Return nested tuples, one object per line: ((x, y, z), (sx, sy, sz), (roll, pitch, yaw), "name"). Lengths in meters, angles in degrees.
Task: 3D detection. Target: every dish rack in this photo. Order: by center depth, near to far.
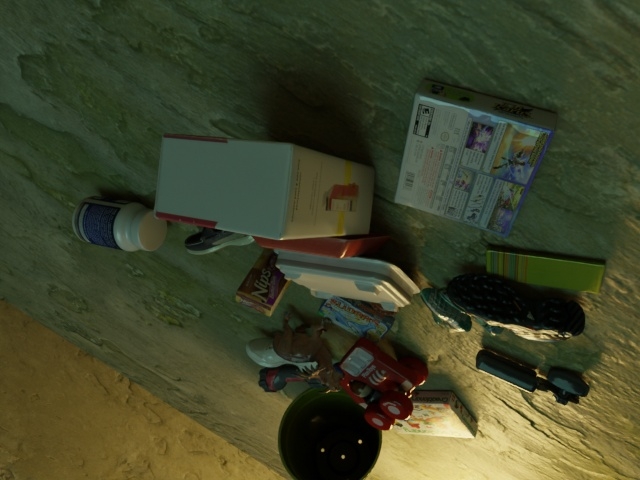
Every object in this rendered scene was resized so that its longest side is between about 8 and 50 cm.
((0.062, 0.105, 1.329), (0.332, 0.073, 0.285), (7, 164, 28), "dish rack")

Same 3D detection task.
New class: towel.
((0.484, 0.063, 1.151), (0.237, 0.021, 0.102), (8, 142, 24), "towel")

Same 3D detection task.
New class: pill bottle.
((-0.614, -0.049, 1.620), (0.264, 0.153, 0.153), (10, 137, 25), "pill bottle")

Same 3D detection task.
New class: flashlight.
((-0.095, 0.506, 1.934), (0.303, 0.103, 0.103), (-12, 153, 39), "flashlight")

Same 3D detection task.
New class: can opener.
((0.553, 0.353, 1.392), (0.280, 0.074, 0.093), (18, 105, 12), "can opener")

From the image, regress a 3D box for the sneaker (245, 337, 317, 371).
((-0.112, 0.362, 1.796), (0.304, 0.114, 0.152), (6, 129, 15), "sneaker")

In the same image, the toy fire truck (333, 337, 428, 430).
((0.167, 0.433, 1.636), (0.253, 0.169, 0.302), (35, 141, 3), "toy fire truck")

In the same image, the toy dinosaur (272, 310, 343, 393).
((-0.064, 0.341, 1.627), (0.295, 0.201, 0.127), (9, 153, 30), "toy dinosaur")

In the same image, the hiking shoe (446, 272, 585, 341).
((0.434, 0.172, 1.214), (0.303, 0.113, 0.132), (19, 152, 13), "hiking shoe")

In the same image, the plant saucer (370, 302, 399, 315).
((0.180, 0.178, 1.470), (0.083, 0.013, 0.084), (17, 139, 16), "plant saucer")

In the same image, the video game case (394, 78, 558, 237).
((0.283, -0.150, 1.013), (0.244, 0.061, 0.270), (20, 141, 14), "video game case")

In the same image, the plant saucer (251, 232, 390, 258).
((0.000, 0.000, 1.222), (0.258, 0.259, 0.048), (8, 97, 26), "plant saucer")

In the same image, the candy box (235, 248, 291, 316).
((-0.144, 0.108, 1.462), (0.109, 0.187, 0.053), (24, 140, 9), "candy box")

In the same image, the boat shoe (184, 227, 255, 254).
((-0.279, -0.029, 1.477), (0.285, 0.103, 0.092), (-9, 122, 34), "boat shoe")

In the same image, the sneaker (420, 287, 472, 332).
((0.310, 0.188, 1.363), (0.166, 0.065, 0.076), (42, 144, -11), "sneaker")

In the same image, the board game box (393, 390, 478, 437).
((0.345, 0.580, 1.767), (0.305, 0.053, 0.193), (-14, 124, 41), "board game box")

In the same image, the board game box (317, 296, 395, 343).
((0.102, 0.222, 1.550), (0.201, 0.035, 0.136), (29, 141, 2), "board game box")

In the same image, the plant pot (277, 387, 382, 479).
((0.059, 0.768, 1.952), (0.366, 0.367, 0.353), (13, 150, 20), "plant pot")

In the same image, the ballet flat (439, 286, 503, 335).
((0.381, 0.159, 1.295), (0.188, 0.070, 0.070), (35, 141, -9), "ballet flat")

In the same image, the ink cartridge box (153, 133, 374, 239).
((-0.088, -0.100, 1.051), (0.279, 0.384, 0.161), (8, 95, 26), "ink cartridge box")
